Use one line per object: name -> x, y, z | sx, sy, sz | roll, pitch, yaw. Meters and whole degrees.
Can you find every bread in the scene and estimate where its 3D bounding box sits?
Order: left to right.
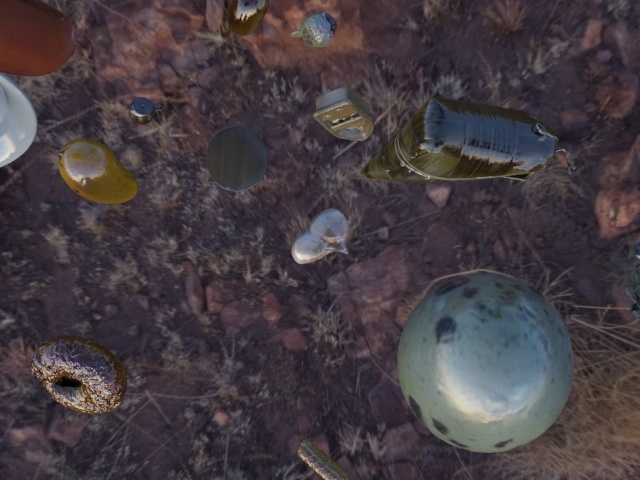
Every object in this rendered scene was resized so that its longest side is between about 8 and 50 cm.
bread -> -0.462, 0.263, 1.184 | 0.193, 0.064, 0.193 | 4, 124, 5
bread -> 0.006, 0.581, 1.603 | 0.157, 0.044, 0.052 | 38, 83, 11

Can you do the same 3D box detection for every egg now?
egg -> 0.325, 0.237, 1.237 | 0.344, 0.428, 0.345 | -6, 55, 9

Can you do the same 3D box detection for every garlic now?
garlic -> 0.000, -0.002, 1.639 | 0.174, 0.124, 0.099 | -43, 41, -7

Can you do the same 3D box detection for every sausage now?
sausage -> -0.273, -0.175, 0.493 | 0.077, 0.194, 0.077 | 1, 95, 16

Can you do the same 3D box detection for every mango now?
mango -> -0.460, -0.135, 1.268 | 0.115, 0.178, 0.090 | -22, 55, 8

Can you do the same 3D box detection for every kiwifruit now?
kiwifruit -> -0.157, -0.492, 1.322 | 0.075, 0.124, 0.075 | 15, 59, -27

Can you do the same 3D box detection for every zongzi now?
zongzi -> 0.215, -0.131, 0.957 | 0.247, 0.241, 0.111 | 5, 78, -19

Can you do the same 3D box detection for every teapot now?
teapot -> -0.526, -0.394, 1.847 | 0.121, 0.068, 0.076 | -14, 80, -26

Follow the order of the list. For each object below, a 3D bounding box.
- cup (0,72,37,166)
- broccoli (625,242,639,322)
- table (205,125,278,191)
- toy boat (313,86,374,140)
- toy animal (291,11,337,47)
cup -> -0.578, -0.231, 0.841 | 0.347, 0.347, 0.163 | -12, 69, 0
broccoli -> 0.449, 0.049, 0.653 | 0.274, 0.199, 0.177 | 14, 122, -30
table -> -0.201, -0.216, 1.699 | 0.167, 0.226, 0.167 | 0, 93, 7
toy boat -> 0.070, -0.322, 1.597 | 0.116, 0.188, 0.061 | -17, 65, 27
toy animal -> -0.015, -0.599, 1.749 | 0.137, 0.098, 0.098 | 20, 85, 44
